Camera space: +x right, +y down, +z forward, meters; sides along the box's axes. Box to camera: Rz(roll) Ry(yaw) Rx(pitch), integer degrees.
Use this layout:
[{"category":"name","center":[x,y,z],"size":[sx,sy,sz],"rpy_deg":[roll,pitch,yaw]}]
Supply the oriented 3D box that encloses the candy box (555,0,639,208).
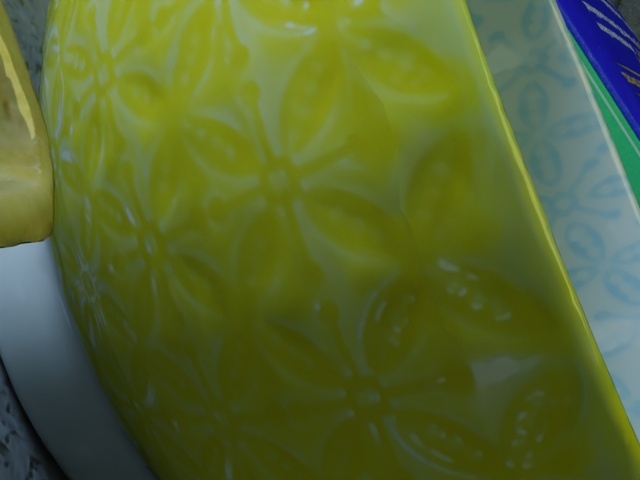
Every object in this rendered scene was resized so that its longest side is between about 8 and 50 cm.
[{"category":"candy box","center":[0.072,-0.103,0.876],"size":[0.317,0.122,0.268],"rpy_deg":[59,15,16]}]

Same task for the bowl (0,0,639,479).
[{"category":"bowl","center":[0.000,0.000,0.500],"size":[0.289,0.156,0.289],"rpy_deg":[-21,90,-77]}]

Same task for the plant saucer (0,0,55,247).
[{"category":"plant saucer","center":[-0.172,-0.130,0.187],"size":[0.333,0.081,0.333],"rpy_deg":[-21,91,-77]}]
